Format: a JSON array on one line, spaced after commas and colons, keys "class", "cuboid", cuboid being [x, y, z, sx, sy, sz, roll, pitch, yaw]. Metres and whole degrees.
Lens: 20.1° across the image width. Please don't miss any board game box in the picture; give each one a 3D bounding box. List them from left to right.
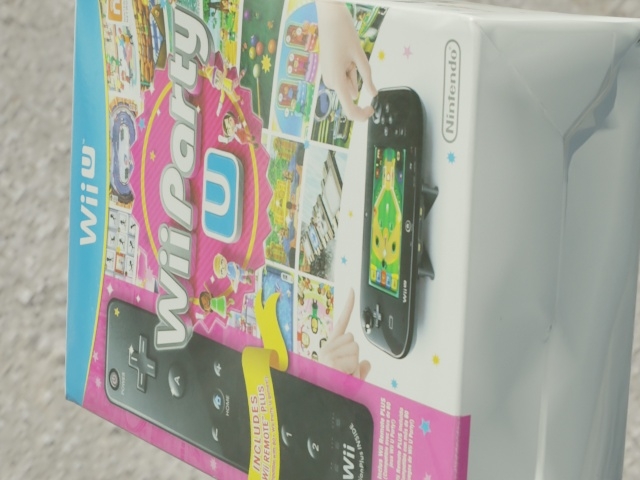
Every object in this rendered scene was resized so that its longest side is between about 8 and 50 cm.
[{"class": "board game box", "cuboid": [0.000, 0.000, 0.790, 0.098, 0.303, 0.224, -5, 103, -34]}]
